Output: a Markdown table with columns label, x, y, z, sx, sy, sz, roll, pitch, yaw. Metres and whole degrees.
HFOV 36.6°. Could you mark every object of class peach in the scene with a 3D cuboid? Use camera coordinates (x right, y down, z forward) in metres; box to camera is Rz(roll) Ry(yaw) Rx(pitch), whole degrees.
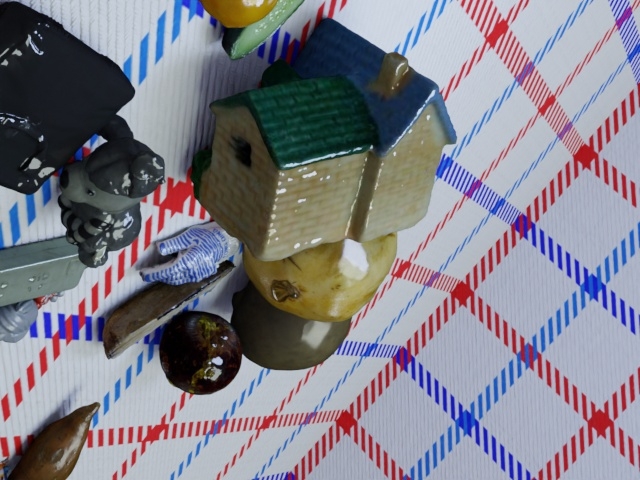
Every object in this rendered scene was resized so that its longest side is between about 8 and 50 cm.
| label | x | y | z | sx | sy | sz | roll | pitch | yaw |
| --- | --- | --- | --- | --- | --- | --- | --- | --- | --- |
| peach | -0.117 | -0.375 | 1.384 | 0.138 | 0.138 | 0.138 | -37 | 156 | -19 |

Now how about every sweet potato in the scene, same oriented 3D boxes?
| label | x | y | z | sx | sy | sz | roll | pitch | yaw |
| --- | --- | --- | --- | --- | --- | --- | --- | --- | --- |
| sweet potato | -0.581 | 0.471 | 2.072 | 0.359 | 0.112 | 0.112 | -48 | 158 | 12 |

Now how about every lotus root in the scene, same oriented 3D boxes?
| label | x | y | z | sx | sy | sz | roll | pitch | yaw |
| --- | --- | --- | --- | --- | --- | --- | --- | --- | --- |
| lotus root | -0.318 | 0.119 | 1.981 | 0.329 | 0.078 | 0.167 | -36 | 179 | -27 |

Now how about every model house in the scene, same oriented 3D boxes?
| label | x | y | z | sx | sy | sz | roll | pitch | yaw |
| --- | --- | --- | --- | --- | --- | --- | --- | --- | --- |
| model house | -0.008 | -0.197 | 1.701 | 0.382 | 0.334 | 0.342 | -21 | 137 | -37 |

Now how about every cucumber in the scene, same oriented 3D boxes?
| label | x | y | z | sx | sy | sz | roll | pitch | yaw |
| --- | --- | --- | --- | --- | --- | --- | --- | --- | --- |
| cucumber | -0.076 | -0.392 | 1.522 | 0.244 | 0.063 | 0.115 | -48 | 164 | 5 |

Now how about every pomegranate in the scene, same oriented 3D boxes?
| label | x | y | z | sx | sy | sz | roll | pitch | yaw |
| --- | --- | --- | --- | --- | --- | --- | --- | --- | --- |
| pomegranate | 0.000 | 0.000 | 2.012 | 0.332 | 0.332 | 0.332 | -37 | 156 | -19 |

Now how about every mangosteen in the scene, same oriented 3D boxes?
| label | x | y | z | sx | sy | sz | roll | pitch | yaw |
| --- | --- | --- | --- | --- | --- | --- | --- | --- | --- |
| mangosteen | -0.276 | 0.265 | 2.148 | 0.192 | 0.192 | 0.217 | -22 | 156 | -44 |

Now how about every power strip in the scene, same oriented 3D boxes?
| label | x | y | z | sx | sy | sz | roll | pitch | yaw |
| --- | --- | --- | --- | --- | --- | --- | --- | --- | --- |
| power strip | -0.475 | 0.050 | 1.602 | 0.288 | 0.053 | 0.093 | -15 | 142 | -50 |

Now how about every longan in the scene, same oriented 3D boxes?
| label | x | y | z | sx | sy | sz | roll | pitch | yaw |
| --- | --- | --- | --- | --- | --- | --- | --- | --- | --- |
| longan | -0.066 | 0.169 | 2.245 | 0.297 | 0.297 | 0.297 | -37 | 156 | -19 |

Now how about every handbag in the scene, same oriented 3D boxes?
| label | x | y | z | sx | sy | sz | roll | pitch | yaw |
| --- | --- | --- | --- | --- | --- | --- | --- | --- | --- |
| handbag | -0.400 | -0.183 | 1.292 | 0.244 | 0.088 | 0.275 | -45 | 161 | 6 |

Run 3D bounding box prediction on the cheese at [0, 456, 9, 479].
| label | x | y | z | sx | sy | sz | roll | pitch | yaw |
| --- | --- | --- | --- | --- | --- | --- | --- | --- | --- |
| cheese | -0.690 | 0.489 | 1.890 | 0.217 | 0.129 | 0.329 | -36 | 175 | -9 |

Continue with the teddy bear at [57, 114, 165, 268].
| label | x | y | z | sx | sy | sz | roll | pitch | yaw |
| --- | --- | --- | --- | --- | --- | --- | --- | --- | --- |
| teddy bear | -0.335 | -0.096 | 1.477 | 0.144 | 0.171 | 0.251 | -7 | 147 | -27 |

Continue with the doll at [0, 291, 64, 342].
| label | x | y | z | sx | sy | sz | roll | pitch | yaw |
| --- | --- | --- | --- | --- | --- | --- | --- | --- | --- |
| doll | -0.509 | 0.121 | 1.647 | 0.094 | 0.079 | 0.180 | -33 | -176 | 40 |

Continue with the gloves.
| label | x | y | z | sx | sy | sz | roll | pitch | yaw |
| --- | --- | --- | --- | --- | --- | --- | --- | --- | --- |
| gloves | -0.256 | 0.028 | 1.916 | 0.229 | 0.097 | 0.119 | -27 | 122 | -28 |
